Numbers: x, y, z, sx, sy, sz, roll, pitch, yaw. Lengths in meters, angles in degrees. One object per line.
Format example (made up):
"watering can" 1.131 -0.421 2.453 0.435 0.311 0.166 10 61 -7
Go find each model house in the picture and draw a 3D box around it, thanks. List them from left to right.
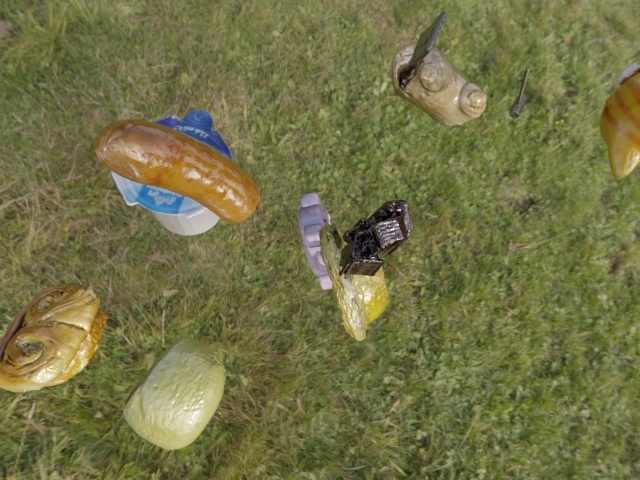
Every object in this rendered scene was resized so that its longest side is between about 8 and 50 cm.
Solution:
"model house" 0.122 -0.006 1.026 0.164 0.203 0.141 -20 64 -42

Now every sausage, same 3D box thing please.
"sausage" -0.214 -0.112 0.670 0.270 0.109 0.109 22 58 -49

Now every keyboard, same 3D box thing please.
"keyboard" 0.149 -0.280 0.594 0.010 0.155 0.053 21 108 -3

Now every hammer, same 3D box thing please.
"hammer" 0.335 -0.250 0.700 0.019 0.110 0.035 23 80 24

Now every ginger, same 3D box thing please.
"ginger" 0.288 -0.368 1.013 0.221 0.130 0.276 37 18 22

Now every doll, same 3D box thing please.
"doll" 0.543 -0.208 0.652 0.270 0.166 0.162 -21 59 -26

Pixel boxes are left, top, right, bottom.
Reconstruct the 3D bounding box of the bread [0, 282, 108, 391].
"bread" -0.567 0.202 0.883 0.198 0.120 0.236 -8 48 21

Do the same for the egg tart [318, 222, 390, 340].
"egg tart" 0.109 0.117 1.318 0.169 0.388 0.388 -16 74 1

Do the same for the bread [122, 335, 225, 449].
"bread" -0.433 0.471 1.298 0.237 0.320 0.320 38 64 -5

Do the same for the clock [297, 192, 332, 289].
"clock" 0.000 0.000 1.616 0.113 0.322 0.295 -13 47 5

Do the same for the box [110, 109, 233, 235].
"box" -0.339 -0.152 1.052 0.262 0.206 0.291 12 65 -4
